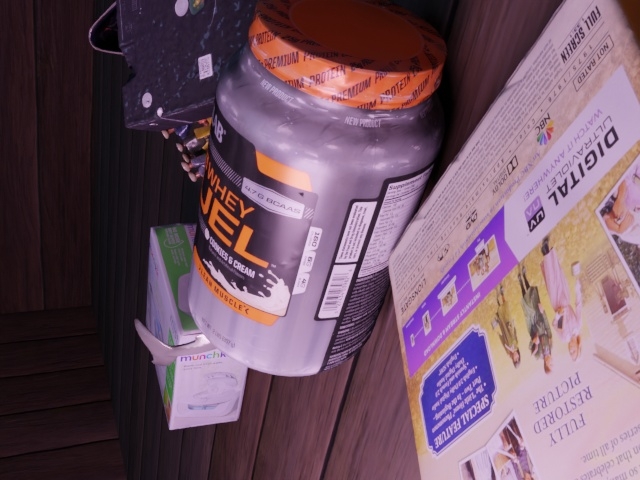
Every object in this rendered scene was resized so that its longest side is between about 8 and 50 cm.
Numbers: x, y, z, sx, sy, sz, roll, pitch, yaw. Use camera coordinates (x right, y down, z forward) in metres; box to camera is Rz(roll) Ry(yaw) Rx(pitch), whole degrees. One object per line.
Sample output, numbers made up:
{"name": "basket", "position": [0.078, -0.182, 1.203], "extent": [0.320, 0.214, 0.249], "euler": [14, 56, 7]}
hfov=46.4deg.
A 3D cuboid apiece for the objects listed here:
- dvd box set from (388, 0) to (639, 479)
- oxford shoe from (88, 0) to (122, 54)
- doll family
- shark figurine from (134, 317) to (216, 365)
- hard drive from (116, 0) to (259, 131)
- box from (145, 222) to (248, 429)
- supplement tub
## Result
{"name": "dvd box set", "position": [0.143, 0.106, 0.401], "extent": [0.307, 0.062, 0.420], "euler": [117, 153, -50]}
{"name": "oxford shoe", "position": [-0.176, -0.304, 0.993], "extent": [0.364, 0.133, 0.129], "euler": [-7, 107, 46]}
{"name": "doll family", "position": [-0.189, -0.191, 1.169], "extent": [0.193, 0.111, 0.076], "euler": [58, -170, -11]}
{"name": "shark figurine", "position": [-0.106, 0.090, 1.002], "extent": [0.166, 0.278, 0.116], "euler": [36, 174, 26]}
{"name": "hard drive", "position": [-0.096, -0.265, 0.817], "extent": [0.339, 0.064, 0.236], "euler": [-8, 86, 39]}
{"name": "box", "position": [-0.209, 0.139, 1.260], "extent": [0.262, 0.127, 0.231], "euler": [-116, 30, -44]}
{"name": "supplement tub", "position": [-0.008, -0.046, 0.664], "extent": [0.193, 0.194, 0.315], "euler": [-118, 33, -44]}
